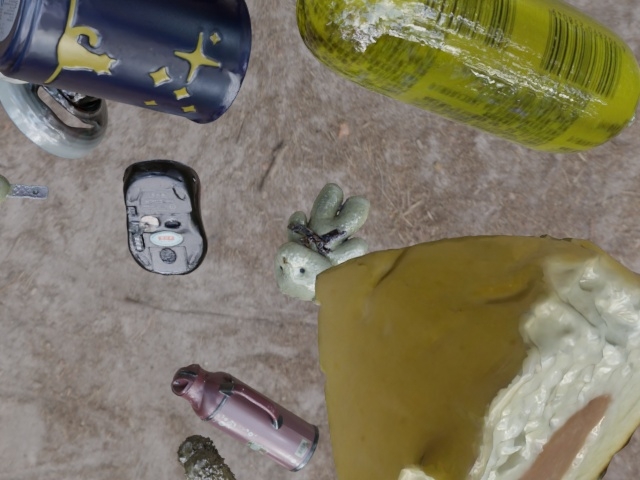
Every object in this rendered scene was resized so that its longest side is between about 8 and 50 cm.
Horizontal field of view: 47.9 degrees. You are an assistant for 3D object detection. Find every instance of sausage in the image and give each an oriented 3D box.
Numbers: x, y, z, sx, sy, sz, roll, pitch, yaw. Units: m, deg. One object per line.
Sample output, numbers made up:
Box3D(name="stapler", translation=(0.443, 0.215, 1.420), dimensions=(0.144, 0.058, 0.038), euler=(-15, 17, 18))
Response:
Box3D(name="sausage", translation=(0.125, -0.155, 0.582), dimensions=(0.347, 0.123, 0.123), euler=(15, 109, -26))

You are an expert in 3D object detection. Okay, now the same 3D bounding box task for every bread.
Box3D(name="bread", translation=(0.130, 0.111, 0.449), dimensions=(0.211, 0.223, 0.184), euler=(-23, 145, 35))

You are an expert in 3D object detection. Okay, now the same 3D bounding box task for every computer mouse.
Box3D(name="computer mouse", translation=(-0.265, -0.045, 1.243), dimensions=(0.138, 0.096, 0.233), euler=(-2, 126, -8))

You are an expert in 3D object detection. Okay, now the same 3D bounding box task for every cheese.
Box3D(name="cheese", translation=(-0.651, -0.102, 1.465), dimensions=(0.192, 0.096, 0.037), euler=(3, 153, -3))

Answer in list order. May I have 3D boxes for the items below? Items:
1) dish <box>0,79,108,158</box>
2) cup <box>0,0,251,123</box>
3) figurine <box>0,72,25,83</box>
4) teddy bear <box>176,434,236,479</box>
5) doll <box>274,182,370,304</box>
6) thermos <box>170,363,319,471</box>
Box3D(name="dish", translation=(-0.531, -0.322, 1.522), dimensions=(0.134, 0.273, 0.273), euler=(-24, 111, 25))
Box3D(name="cup", translation=(-0.220, -0.282, 0.820), dimensions=(0.256, 0.178, 0.254), euler=(6, 106, -42))
Box3D(name="figurine", translation=(-0.489, -0.368, 1.182), dimensions=(0.145, 0.182, 0.256), euler=(33, 97, 9))
Box3D(name="teddy bear", translation=(-0.165, 0.443, 1.140), dimensions=(0.129, 0.182, 0.251), euler=(6, 82, -16))
Box3D(name="doll", translation=(-0.004, -0.002, 1.610), dimensions=(0.149, 0.175, 0.278), euler=(39, 73, -41))
Box3D(name="thermos", translation=(-0.159, 0.360, 1.495), dimensions=(0.330, 0.136, 0.109), euler=(36, 80, -18))
